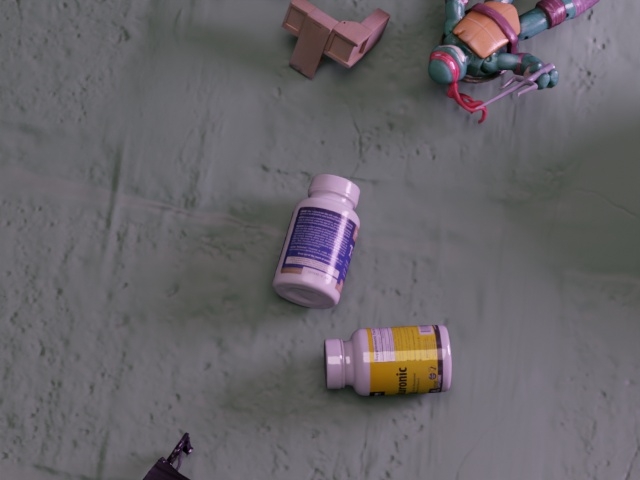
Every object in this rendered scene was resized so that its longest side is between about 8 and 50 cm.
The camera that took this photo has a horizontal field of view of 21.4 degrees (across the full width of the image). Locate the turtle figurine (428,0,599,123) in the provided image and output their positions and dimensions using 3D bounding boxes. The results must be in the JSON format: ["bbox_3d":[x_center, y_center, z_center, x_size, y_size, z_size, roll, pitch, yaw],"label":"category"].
[{"bbox_3d":[0.174,-0.220,1.706,0.175,0.118,0.234,48,58,0],"label":"turtle figurine"}]

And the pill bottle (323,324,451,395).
[{"bbox_3d":[0.062,0.114,1.597,0.116,0.065,0.065,-2,69,-3],"label":"pill bottle"}]

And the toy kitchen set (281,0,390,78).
[{"bbox_3d":[0.010,-0.211,1.739,0.083,0.068,0.075,33,43,10],"label":"toy kitchen set"}]

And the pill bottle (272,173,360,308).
[{"bbox_3d":[0.000,0.000,1.637,0.067,0.067,0.120,15,69,3],"label":"pill bottle"}]

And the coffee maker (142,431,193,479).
[{"bbox_3d":[-0.087,0.275,1.498,0.178,0.120,0.171,27,69,7],"label":"coffee maker"}]
